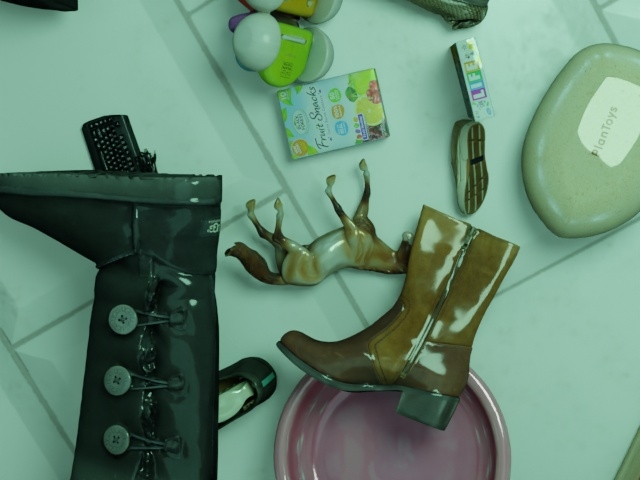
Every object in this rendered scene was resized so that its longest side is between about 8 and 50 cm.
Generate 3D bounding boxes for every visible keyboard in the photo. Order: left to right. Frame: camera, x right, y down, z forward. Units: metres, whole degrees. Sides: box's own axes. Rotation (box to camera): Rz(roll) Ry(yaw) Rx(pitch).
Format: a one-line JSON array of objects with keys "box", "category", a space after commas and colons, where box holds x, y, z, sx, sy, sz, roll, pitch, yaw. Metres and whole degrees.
[{"box": [-0.279, -0.092, 1.401, 0.100, 0.038, 0.192, -18, 98, 8], "category": "keyboard"}]

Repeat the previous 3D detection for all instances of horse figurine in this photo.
[{"box": [0.000, 0.000, 1.368, 0.263, 0.066, 0.175, -21, 110, 0], "category": "horse figurine"}]

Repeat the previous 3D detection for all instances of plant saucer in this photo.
[{"box": [0.102, 0.304, 1.363, 0.332, 0.084, 0.332, -2, 78, 11], "category": "plant saucer"}]

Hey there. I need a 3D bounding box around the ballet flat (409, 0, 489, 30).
[{"box": [0.107, -0.346, 1.308, 0.249, 0.084, 0.058, 20, 125, -2], "category": "ballet flat"}]

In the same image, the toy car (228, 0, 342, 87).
[{"box": [-0.065, -0.302, 1.304, 0.136, 0.159, 0.182, 15, 100, 39], "category": "toy car"}]

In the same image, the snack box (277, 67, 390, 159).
[{"box": [0.019, -0.179, 1.357, 0.141, 0.037, 0.100, -12, 97, 7], "category": "snack box"}]

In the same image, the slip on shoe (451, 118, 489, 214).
[{"box": [0.205, -0.104, 1.353, 0.051, 0.041, 0.135, -20, 116, -31], "category": "slip on shoe"}]

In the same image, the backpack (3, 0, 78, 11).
[{"box": [-0.440, -0.517, 1.258, 0.290, 0.273, 0.356, 16, 88, 9], "category": "backpack"}]

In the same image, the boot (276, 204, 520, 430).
[{"box": [0.103, 0.082, 1.311, 0.264, 0.096, 0.281, 20, 86, 14], "category": "boot"}]

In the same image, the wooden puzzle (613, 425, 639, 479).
[{"box": [0.547, 0.358, 1.392, 0.220, 0.044, 0.239, 23, 101, 1], "category": "wooden puzzle"}]

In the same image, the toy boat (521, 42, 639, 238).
[{"box": [0.431, -0.099, 1.291, 0.318, 0.148, 0.268, 27, 96, 8], "category": "toy boat"}]

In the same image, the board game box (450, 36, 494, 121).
[{"box": [0.200, -0.214, 1.275, 0.026, 0.154, 0.104, -15, 97, 7], "category": "board game box"}]

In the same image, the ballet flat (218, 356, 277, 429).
[{"box": [-0.194, 0.257, 1.420, 0.280, 0.096, 0.095, -32, 96, 10], "category": "ballet flat"}]

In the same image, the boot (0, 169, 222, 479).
[{"box": [-0.306, 0.127, 1.343, 0.366, 0.146, 0.445, 4, 97, 24], "category": "boot"}]
